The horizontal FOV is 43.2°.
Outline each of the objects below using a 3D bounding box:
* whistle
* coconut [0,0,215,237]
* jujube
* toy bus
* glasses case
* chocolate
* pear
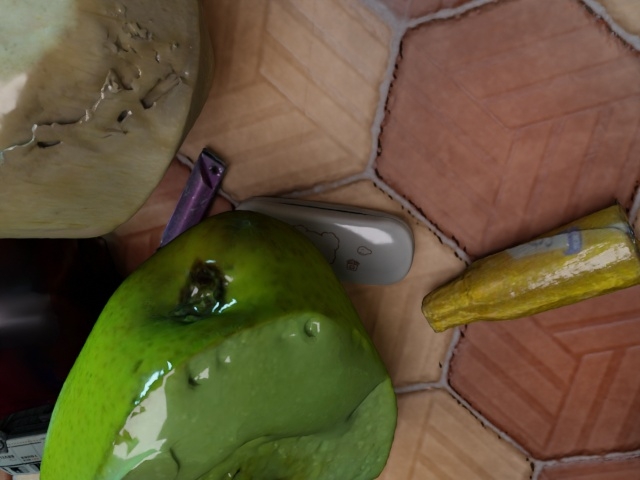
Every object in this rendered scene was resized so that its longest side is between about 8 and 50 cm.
[{"bbox_3d":[-0.147,-0.018,0.869,0.033,0.033,0.176,30,115,1],"label":"whistle"},{"bbox_3d":[-0.249,-0.154,0.688,0.353,0.352,0.352,5,113,12],"label":"coconut"},{"bbox_3d":[-0.383,0.083,0.863,0.377,0.258,0.258,-12,109,25],"label":"jujube"},{"bbox_3d":[-0.324,0.234,0.990,0.194,0.087,0.089,-13,118,17],"label":"toy bus"},{"bbox_3d":[0.000,0.000,0.829,0.193,0.049,0.074,8,116,10],"label":"glasses case"},{"bbox_3d":[0.200,0.040,0.782,0.219,0.085,0.085,-25,104,23],"label":"chocolate"},{"bbox_3d":[-0.097,0.116,0.754,0.238,0.342,0.318,45,135,41],"label":"pear"}]
